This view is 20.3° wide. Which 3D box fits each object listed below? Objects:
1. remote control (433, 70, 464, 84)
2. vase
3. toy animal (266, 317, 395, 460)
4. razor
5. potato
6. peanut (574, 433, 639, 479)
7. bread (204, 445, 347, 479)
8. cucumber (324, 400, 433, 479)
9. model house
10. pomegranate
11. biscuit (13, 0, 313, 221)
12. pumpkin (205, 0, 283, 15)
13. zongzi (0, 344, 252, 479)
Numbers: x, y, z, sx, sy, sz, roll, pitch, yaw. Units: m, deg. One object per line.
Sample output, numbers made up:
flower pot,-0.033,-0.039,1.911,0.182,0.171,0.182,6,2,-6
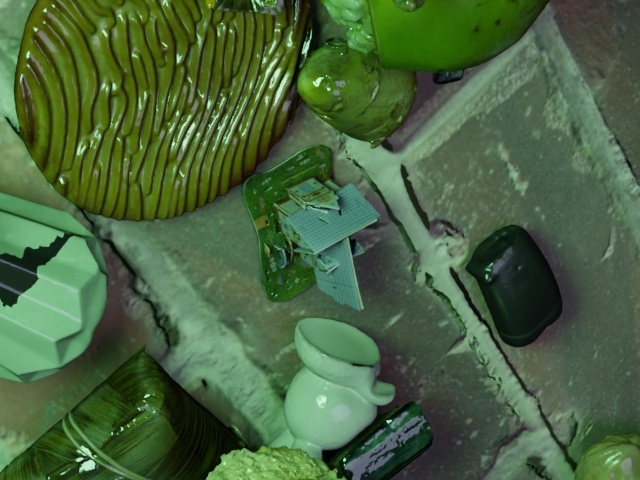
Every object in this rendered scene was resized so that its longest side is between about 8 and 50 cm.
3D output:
remote control,0.140,-0.210,1.889,0.039,0.014,0.096,-15,121,-30
vase,-0.358,0.000,1.550,0.360,0.165,0.165,28,96,-37
toy animal,0.001,0.206,1.953,0.130,0.104,0.221,5,111,-39
razor,0.228,0.053,2.071,0.090,0.054,0.148,-43,132,-15
potato,0.036,-0.153,1.778,0.105,0.085,0.188,-59,155,12
peanut,0.441,0.349,2.339,0.153,0.140,0.325,-24,133,31
bread,-0.066,0.317,1.821,0.174,0.121,0.245,2,130,-37
cucumber,0.065,0.238,2.006,0.115,0.116,0.062,-36,87,-13
model house,0.000,0.000,1.849,0.117,0.088,0.167,-26,127,-24
pomegranate,0.101,-0.274,1.634,0.260,0.341,0.260,1,108,4
biscuit,-0.142,-0.162,1.689,0.318,0.040,0.318,-17,122,-28
pumpkin,-0.065,-0.246,1.640,0.074,0.054,0.083,-1,116,-31
zongzi,-0.204,0.247,1.842,0.241,0.111,0.248,-35,139,8
